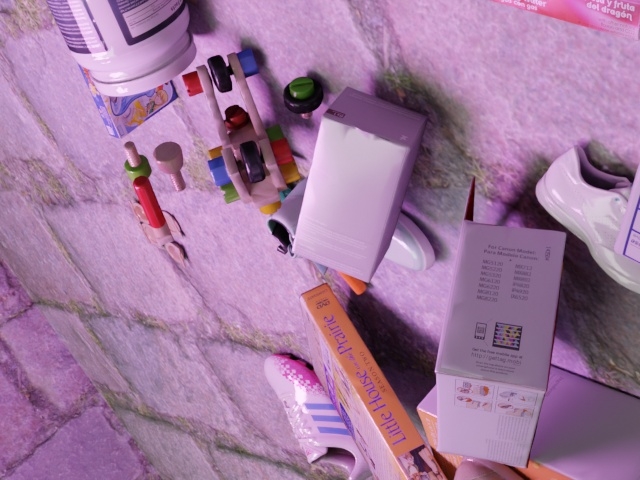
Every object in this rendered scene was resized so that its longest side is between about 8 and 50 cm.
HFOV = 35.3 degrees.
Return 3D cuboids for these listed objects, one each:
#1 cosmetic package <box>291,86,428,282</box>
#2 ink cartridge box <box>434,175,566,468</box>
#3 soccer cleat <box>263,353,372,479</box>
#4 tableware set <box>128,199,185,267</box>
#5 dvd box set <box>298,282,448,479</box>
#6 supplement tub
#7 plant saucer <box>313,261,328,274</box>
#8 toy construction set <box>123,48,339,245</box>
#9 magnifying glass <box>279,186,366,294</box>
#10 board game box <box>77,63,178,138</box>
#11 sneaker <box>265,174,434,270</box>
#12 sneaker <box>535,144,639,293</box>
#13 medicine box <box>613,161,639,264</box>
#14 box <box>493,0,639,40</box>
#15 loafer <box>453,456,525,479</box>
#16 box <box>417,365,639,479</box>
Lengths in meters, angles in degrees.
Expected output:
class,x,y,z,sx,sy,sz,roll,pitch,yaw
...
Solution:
class,x,y,z,sx,sy,sz,roll,pitch,yaw
cosmetic package,0.051,-0.074,1.366,0.127,0.107,0.238,23,126,9
ink cartridge box,0.231,0.110,1.288,0.130,0.271,0.309,8,154,11
soccer cleat,-0.014,0.363,2.039,0.331,0.143,0.116,37,150,20
tableware set,-0.344,-0.020,2.142,0.169,0.020,0.141,25,144,35
dvd box set,0.094,0.312,1.718,0.420,0.062,0.307,58,168,32
supplement tub,-0.307,-0.371,1.476,0.191,0.191,0.272,19,140,42
plant saucer,-0.041,-0.030,1.686,0.192,0.018,0.067,55,-165,-12
toy construction set,-0.132,-0.100,1.490,0.257,0.309,0.237,39,156,32
magnifying glass,0.000,0.000,1.659,0.231,0.026,0.092,51,-166,-20
board game box,-0.326,-0.288,1.663,0.035,0.136,0.201,22,143,39
sneaker,0.038,0.006,1.517,0.256,0.151,0.094,31,146,26
sneaker,0.347,-0.022,1.150,0.212,0.080,0.094,42,139,13
medicine box,0.437,-0.058,0.896,0.263,0.149,0.289,32,148,26
box,0.215,-0.294,0.928,0.257,0.128,0.122,27,145,34
loafer,0.287,0.396,1.370,0.269,0.092,0.102,30,147,30
box,0.343,0.321,1.475,0.345,0.168,0.215,19,140,41
